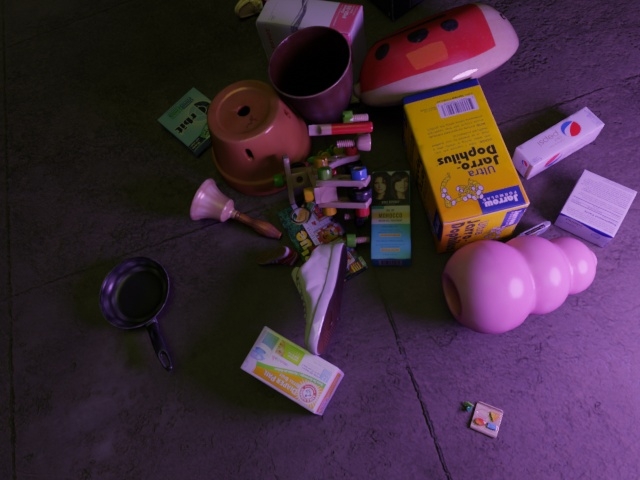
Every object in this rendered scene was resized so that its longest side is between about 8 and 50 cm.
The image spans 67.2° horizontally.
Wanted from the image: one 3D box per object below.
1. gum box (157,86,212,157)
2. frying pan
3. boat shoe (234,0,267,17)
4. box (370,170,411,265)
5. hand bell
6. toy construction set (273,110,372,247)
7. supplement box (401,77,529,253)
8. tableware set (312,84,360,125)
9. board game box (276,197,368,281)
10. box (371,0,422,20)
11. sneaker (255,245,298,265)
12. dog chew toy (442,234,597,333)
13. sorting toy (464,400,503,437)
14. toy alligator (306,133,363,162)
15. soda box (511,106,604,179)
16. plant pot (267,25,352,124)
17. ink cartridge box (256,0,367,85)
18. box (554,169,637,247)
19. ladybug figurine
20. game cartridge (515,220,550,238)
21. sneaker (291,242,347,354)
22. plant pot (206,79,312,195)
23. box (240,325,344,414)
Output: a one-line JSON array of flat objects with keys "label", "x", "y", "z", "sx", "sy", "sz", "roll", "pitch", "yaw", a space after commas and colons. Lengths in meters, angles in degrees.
[{"label": "gum box", "x": -0.381, "y": -0.363, "z": 1.473, "sx": 0.184, "sy": 0.041, "sz": 0.157, "roll": 41, "pitch": 80, "yaw": 21}, {"label": "frying pan", "x": -0.440, "y": 0.171, "z": 1.263, "sx": 0.326, "sy": 0.053, "sz": 0.197, "roll": 32, "pitch": 77, "yaw": 18}, {"label": "boat shoe", "x": -0.203, "y": -0.789, "z": 1.600, "sx": 0.170, "sy": 0.063, "sz": 0.059, "roll": -32, "pitch": 60, "yaw": -4}, {"label": "box", "x": 0.182, "y": -0.058, "z": 1.236, "sx": 0.100, "sy": 0.060, "sz": 0.244, "roll": -1, "pitch": 68, "yaw": 10}, {"label": "hand bell", "x": -0.215, "y": -0.064, "z": 1.304, "sx": 0.242, "sy": 0.126, "sz": 0.126, "roll": 24, "pitch": 74, "yaw": 6}, {"label": "toy construction set", "x": -0.002, "y": -0.168, "z": 1.167, "sx": 0.237, "sy": 0.309, "sz": 0.258, "roll": -3, "pitch": 53, "yaw": -1}, {"label": "supplement box", "x": 0.336, "y": -0.179, "z": 1.183, "sx": 0.195, "sy": 0.194, "sz": 0.357, "roll": -14, "pitch": 66, "yaw": 4}, {"label": "tableware set", "x": 0.051, "y": -0.388, "z": 1.414, "sx": 0.141, "sy": 0.020, "sz": 0.169, "roll": 5, "pitch": 72, "yaw": 18}, {"label": "board game box", "x": 0.000, "y": 0.000, "z": 1.264, "sx": 0.136, "sy": 0.030, "sz": 0.260, "roll": -32, "pitch": 66, "yaw": -1}, {"label": "box", "x": 0.259, "y": -0.818, "z": 1.503, "sx": 0.207, "sy": 0.108, "sz": 0.153, "roll": -37, "pitch": 67, "yaw": -6}, {"label": "sneaker", "x": -0.112, "y": 0.046, "z": 1.264, "sx": 0.118, "sy": 0.067, "sz": 0.042, "roll": -13, "pitch": 65, "yaw": 38}, {"label": "dog chew toy", "x": 0.446, "y": 0.082, "z": 1.064, "sx": 0.331, "sy": 0.207, "sz": 0.207, "roll": -14, "pitch": 66, "yaw": -4}, {"label": "sorting toy", "x": 0.350, "y": 0.385, "z": 1.052, "sx": 0.083, "sy": 0.012, "sz": 0.062, "roll": 19, "pitch": 73, "yaw": 17}, {"label": "toy alligator", "x": 0.054, "y": -0.246, "z": 1.344, "sx": 0.189, "sy": 0.056, "sz": 0.051, "roll": -27, "pitch": 109, "yaw": -5}, {"label": "soda box", "x": 0.601, "y": -0.246, "z": 1.228, "sx": 0.216, "sy": 0.074, "sz": 0.069, "roll": -30, "pitch": 66, "yaw": -3}, {"label": "plant pot", "x": -0.002, "y": -0.409, "z": 1.299, "sx": 0.215, "sy": 0.230, "sz": 0.215, "roll": -5, "pitch": 70, "yaw": 14}, {"label": "ink cartridge box", "x": -0.019, "y": -0.584, "z": 1.405, "sx": 0.283, "sy": 0.207, "sz": 0.117, "roll": 16, "pitch": 71, "yaw": 16}, {"label": "box", "x": 0.653, "y": -0.076, "z": 1.150, "sx": 0.126, "sy": 0.072, "sz": 0.137, "roll": 30, "pitch": 76, "yaw": 20}, {"label": "ladybug figurine", "x": 0.293, "y": -0.495, "z": 1.278, "sx": 0.449, "sy": 0.162, "sz": 0.305, "roll": -22, "pitch": 28, "yaw": 2}, {"label": "game cartridge", "x": 0.509, "y": -0.017, "z": 1.161, "sx": 0.083, "sy": 0.056, "sz": 0.017, "roll": -26, "pitch": 73, "yaw": 0}, {"label": "sneaker", "x": -0.017, "y": 0.134, "z": 1.139, "sx": 0.123, "sy": 0.106, "sz": 0.290, "roll": 1, "pitch": 51, "yaw": 17}, {"label": "plant pot", "x": -0.181, "y": -0.298, "z": 1.323, "sx": 0.290, "sy": 0.203, "sz": 0.291, "roll": -4, "pitch": 67, "yaw": 9}, {"label": "box", "x": -0.062, "y": 0.302, "z": 1.111, "sx": 0.203, "sy": 0.103, "sz": 0.114, "roll": 25, "pitch": 74, "yaw": 19}]
